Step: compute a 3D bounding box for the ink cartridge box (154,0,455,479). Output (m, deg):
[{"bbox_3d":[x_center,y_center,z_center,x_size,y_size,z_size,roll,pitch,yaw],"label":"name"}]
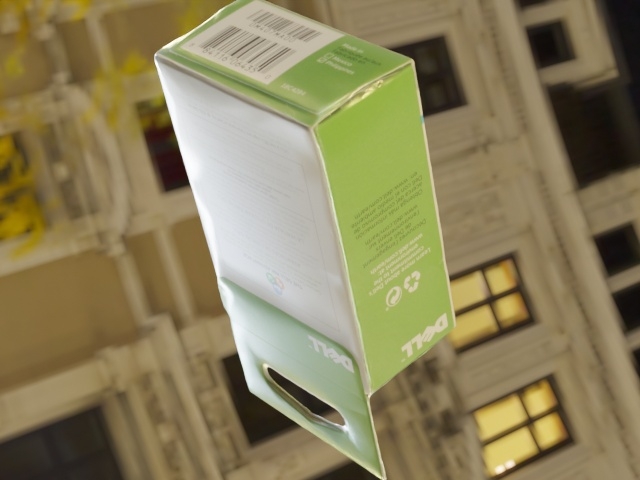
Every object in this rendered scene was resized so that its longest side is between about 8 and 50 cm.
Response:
[{"bbox_3d":[0.000,0.000,0.828,0.109,0.062,0.209,28,-38,41],"label":"ink cartridge box"}]
